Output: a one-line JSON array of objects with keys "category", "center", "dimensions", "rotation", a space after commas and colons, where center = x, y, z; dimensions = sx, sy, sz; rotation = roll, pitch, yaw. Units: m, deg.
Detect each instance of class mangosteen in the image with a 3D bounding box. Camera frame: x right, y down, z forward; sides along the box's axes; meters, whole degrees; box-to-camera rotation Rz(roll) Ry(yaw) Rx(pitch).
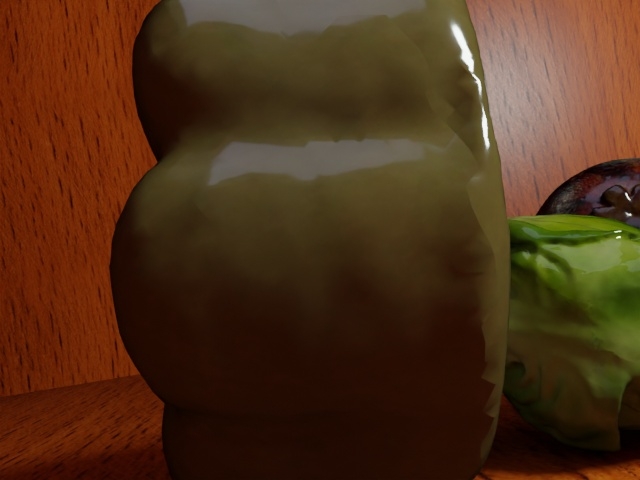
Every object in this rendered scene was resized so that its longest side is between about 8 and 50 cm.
[{"category": "mangosteen", "center": [0.452, 0.051, 1.046], "dimensions": [0.306, 0.306, 0.359], "rotation": [-10, -35, 15]}]

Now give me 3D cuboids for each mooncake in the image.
[{"category": "mooncake", "center": [0.000, 0.000, 0.641], "dimensions": [0.262, 0.467, 0.467], "rotation": [-3, -3, 3]}]

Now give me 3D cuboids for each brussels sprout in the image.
[{"category": "brussels sprout", "center": [0.275, 0.087, 0.710], "dimensions": [0.294, 0.227, 0.259], "rotation": [15, -3, 19]}]
